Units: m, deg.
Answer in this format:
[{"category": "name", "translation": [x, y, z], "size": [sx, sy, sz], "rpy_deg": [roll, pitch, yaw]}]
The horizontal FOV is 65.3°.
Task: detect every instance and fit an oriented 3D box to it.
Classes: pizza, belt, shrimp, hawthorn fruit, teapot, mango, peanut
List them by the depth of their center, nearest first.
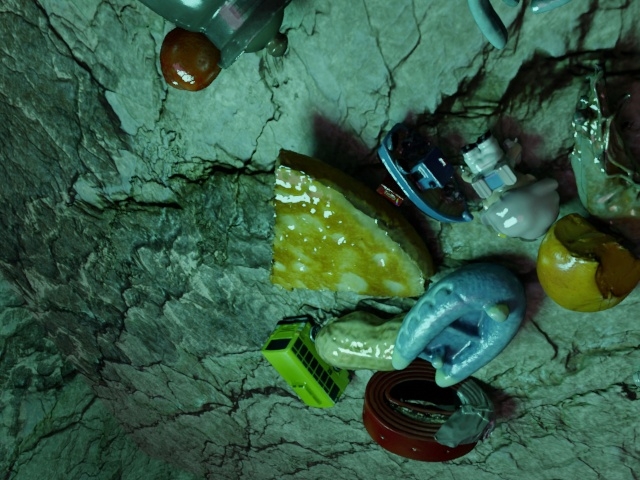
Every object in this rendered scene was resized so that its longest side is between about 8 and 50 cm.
[{"category": "shrimp", "translation": [0.494, -0.121, 0.725], "size": [0.247, 0.085, 0.360], "rpy_deg": [-27, 116, 37]}, {"category": "teapot", "translation": [-0.131, -0.428, 0.779], "size": [0.285, 0.305, 0.223], "rpy_deg": [44, 174, -21]}, {"category": "mango", "translation": [0.455, 0.050, 0.850], "size": [0.154, 0.126, 0.252], "rpy_deg": [-38, 136, 12]}, {"category": "hawthorn fruit", "translation": [-0.249, -0.342, 0.950], "size": [0.128, 0.128, 0.128], "rpy_deg": [17, 135, 18]}, {"category": "pizza", "translation": [0.000, 0.000, 1.103], "size": [0.440, 0.130, 0.406], "rpy_deg": [39, 139, -21]}, {"category": "peanut", "translation": [0.135, 0.246, 1.239], "size": [0.325, 0.140, 0.153], "rpy_deg": [-14, 80, 31]}, {"category": "belt", "translation": [0.269, 0.420, 1.251], "size": [0.324, 0.227, 0.115], "rpy_deg": [5, 134, 3]}]

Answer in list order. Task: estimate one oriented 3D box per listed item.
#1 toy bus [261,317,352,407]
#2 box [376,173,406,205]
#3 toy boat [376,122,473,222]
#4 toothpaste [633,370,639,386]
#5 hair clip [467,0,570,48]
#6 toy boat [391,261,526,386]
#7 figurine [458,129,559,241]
[{"category": "toy bus", "translation": [-0.037, 0.358, 1.433], "size": [0.128, 0.150, 0.262], "rpy_deg": [-14, 120, 41]}, {"category": "box", "translation": [0.145, -0.108, 0.943], "size": [0.051, 0.082, 0.023], "rpy_deg": [36, 140, -2]}, {"category": "toy boat", "translation": [0.197, -0.115, 0.893], "size": [0.223, 0.100, 0.097], "rpy_deg": [46, 153, -12]}, {"category": "toothpaste", "translation": [0.751, 0.245, 0.923], "size": [0.301, 0.048, 0.075], "rpy_deg": [-19, 112, 39]}, {"category": "hair clip", "translation": [0.250, -0.374, 0.453], "size": [0.392, 0.318, 0.238], "rpy_deg": [28, 162, -36]}, {"category": "toy boat", "translation": [0.291, 0.193, 1.028], "size": [0.215, 0.123, 0.330], "rpy_deg": [28, 120, -14]}, {"category": "figurine", "translation": [0.322, -0.078, 0.840], "size": [0.137, 0.112, 0.229], "rpy_deg": [-33, 107, 24]}]
